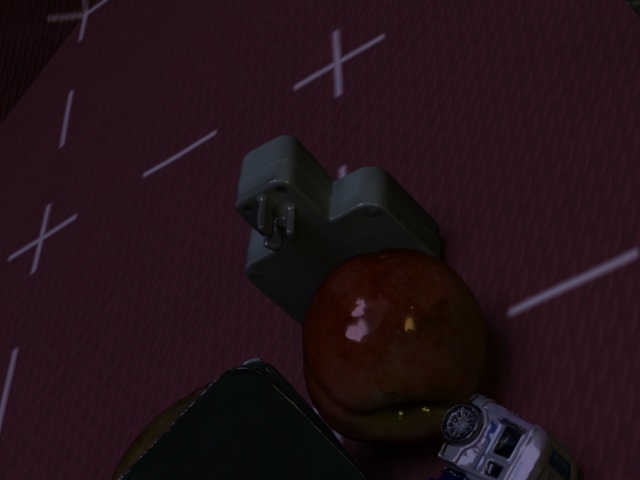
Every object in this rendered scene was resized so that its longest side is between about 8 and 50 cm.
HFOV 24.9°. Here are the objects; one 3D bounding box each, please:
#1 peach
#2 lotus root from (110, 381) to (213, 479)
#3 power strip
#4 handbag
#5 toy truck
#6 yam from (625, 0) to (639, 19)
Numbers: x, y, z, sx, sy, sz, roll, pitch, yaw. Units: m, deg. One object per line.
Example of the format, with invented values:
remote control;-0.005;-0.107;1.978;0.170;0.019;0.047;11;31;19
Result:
peach;0.084;0.108;1.722;0.232;0.232;0.257;-31;46;23
lotus root;-0.183;0.326;1.838;0.310;0.183;0.183;-49;34;7
power strip;0.000;0.000;1.888;0.229;0.261;0.141;-27;38;27
handbag;-0.081;0.303;1.699;0.247;0.260;0.079;-44;-3;1
toy truck;0.168;0.309;1.521;0.155;0.124;0.268;18;71;46
yam;0.517;-0.347;1.758;0.304;0.168;0.168;-28;38;27
